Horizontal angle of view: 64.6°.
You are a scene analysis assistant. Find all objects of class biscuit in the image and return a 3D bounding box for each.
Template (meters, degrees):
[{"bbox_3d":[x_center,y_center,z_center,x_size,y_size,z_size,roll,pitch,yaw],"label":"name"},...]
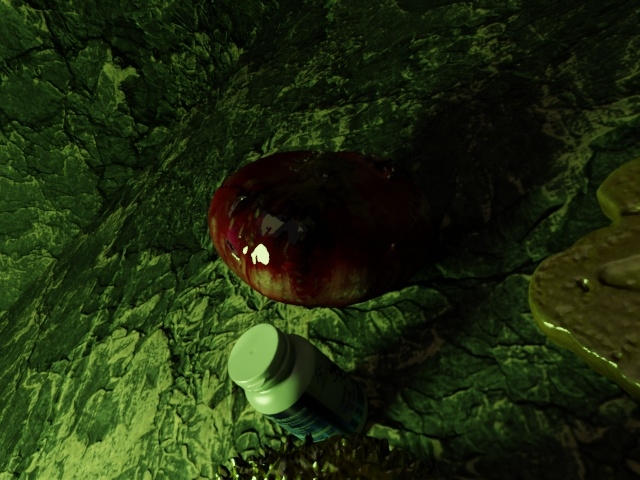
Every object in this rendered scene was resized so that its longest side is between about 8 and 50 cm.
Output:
[{"bbox_3d":[0.407,0.036,0.497,0.381,0.074,0.359,-13,45,38],"label":"biscuit"}]

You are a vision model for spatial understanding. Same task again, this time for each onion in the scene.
[{"bbox_3d":[0.000,0.000,0.809,0.347,0.286,0.348,3,33,-2],"label":"onion"}]

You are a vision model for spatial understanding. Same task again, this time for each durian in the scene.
[{"bbox_3d":[-0.008,0.315,0.475,0.292,0.258,0.258,-30,36,26],"label":"durian"}]

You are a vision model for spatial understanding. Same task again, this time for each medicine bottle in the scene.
[{"bbox_3d":[-0.028,0.190,0.657,0.107,0.191,0.107,-26,38,22],"label":"medicine bottle"}]
